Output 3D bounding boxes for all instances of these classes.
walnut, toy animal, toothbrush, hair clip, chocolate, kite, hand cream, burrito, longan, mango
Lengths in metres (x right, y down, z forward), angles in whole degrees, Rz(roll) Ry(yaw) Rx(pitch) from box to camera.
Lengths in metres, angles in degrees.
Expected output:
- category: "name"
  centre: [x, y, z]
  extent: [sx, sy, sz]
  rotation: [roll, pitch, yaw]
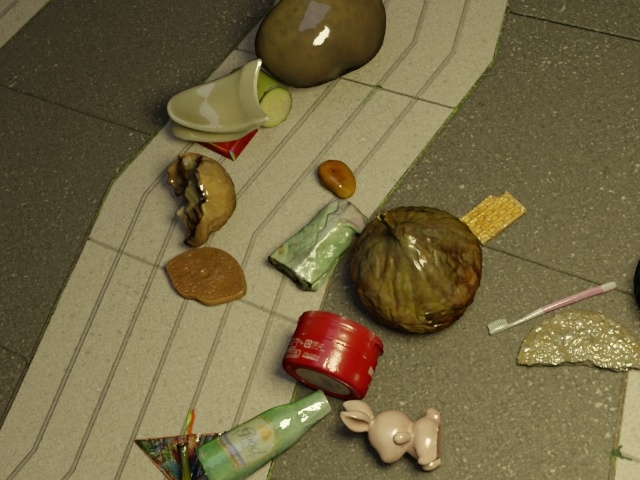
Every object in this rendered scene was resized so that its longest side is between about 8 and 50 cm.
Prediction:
- category: "walnut"
  centre: [-0.269, -0.109, 2.037]
  extent: [0.141, 0.204, 0.238]
  rotation: [-4, 63, -26]
- category: "toy animal"
  centre: [0.139, 0.389, 1.708]
  extent: [0.212, 0.124, 0.124]
  rotation: [8, 64, 18]
- category: "toothbrush"
  centre: [0.490, 0.140, 1.813]
  extent: [0.286, 0.020, 0.025]
  rotation: [-20, 52, 2]
- category: "hair clip"
  centre: [-0.260, -0.328, 2.134]
  extent: [0.282, 0.113, 0.172]
  rotation: [-11, 74, 9]
- category: "chocolate"
  centre: [-0.112, 0.403, 1.764]
  extent: [0.291, 0.110, 0.110]
  rotation: [-30, 59, -7]
- category: "kite"
  centre: [-0.296, 0.448, 1.829]
  extent: [0.241, 0.014, 0.183]
  rotation: [-3, 60, 13]
- category: "hand cream"
  centre: [0.025, 0.240, 1.768]
  extent: [0.193, 0.193, 0.125]
  rotation: [16, 68, 21]
- category: "burrito"
  centre: [0.000, 0.000, 1.969]
  extent: [0.144, 0.089, 0.229]
  rotation: [35, 76, 24]
- category: "longan"
  centre: [0.000, -0.529, 2.159]
  extent: [0.350, 0.288, 0.288]
  rotation: [-37, 60, -9]
- category: "mango"
  centre: [0.041, -0.148, 2.055]
  extent: [0.080, 0.060, 0.114]
  rotation: [-21, 55, -18]

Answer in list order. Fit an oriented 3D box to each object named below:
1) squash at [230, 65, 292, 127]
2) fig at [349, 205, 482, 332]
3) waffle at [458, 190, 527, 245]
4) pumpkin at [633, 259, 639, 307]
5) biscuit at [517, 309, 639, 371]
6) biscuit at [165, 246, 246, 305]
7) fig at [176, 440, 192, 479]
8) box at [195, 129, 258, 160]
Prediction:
- category: "squash"
  centre: [-0.171, -0.384, 2.203]
  extent: [0.123, 0.123, 0.187]
  rotation: [-43, 59, -12]
- category: "fig"
  centre: [0.182, 0.034, 1.752]
  extent: [0.286, 0.368, 0.286]
  rotation: [-6, 70, 15]
- category: "waffle"
  centre: [0.392, -0.057, 1.944]
  extent: [0.135, 0.021, 0.092]
  rotation: [-38, 60, -9]
- category: "pumpkin"
  centre: [0.751, 0.088, 1.680]
  extent: [0.250, 0.216, 0.250]
  rotation: [-32, 31, 23]
- category: "biscuit"
  centre: [0.534, 0.203, 1.760]
  extent: [0.250, 0.032, 0.133]
  rotation: [0, 60, 14]
- category: "biscuit"
  centre: [-0.267, 0.082, 2.016]
  extent: [0.221, 0.029, 0.142]
  rotation: [14, 66, 21]
- category: "fig"
  centre: [-0.287, 0.536, 1.725]
  extent: [0.151, 0.151, 0.259]
  rotation: [-22, 35, 1]
- category: "box"
  centre: [-0.264, -0.289, 2.211]
  extent: [0.175, 0.048, 0.112]
  rotation: [26, 71, 25]
